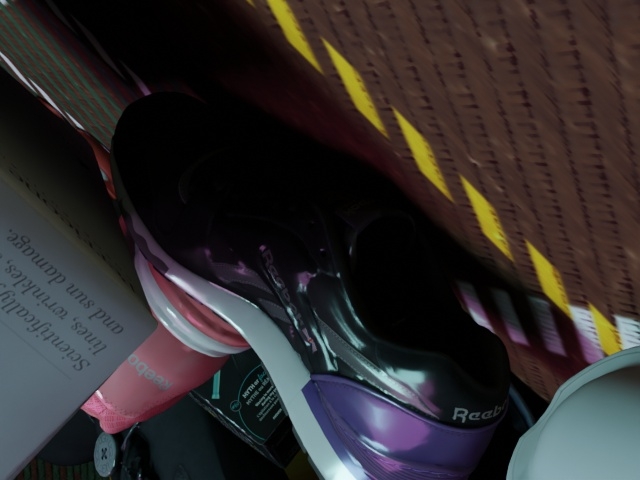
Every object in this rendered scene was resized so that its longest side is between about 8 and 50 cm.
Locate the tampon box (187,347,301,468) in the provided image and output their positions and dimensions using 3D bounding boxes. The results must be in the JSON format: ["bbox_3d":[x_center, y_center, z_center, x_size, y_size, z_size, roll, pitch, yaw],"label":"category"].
[{"bbox_3d":[-0.060,0.076,1.202,0.161,0.120,0.101,37,170,18],"label":"tampon box"}]

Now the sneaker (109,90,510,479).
[{"bbox_3d":[0.000,0.000,0.800,0.283,0.107,0.124,49,140,23],"label":"sneaker"}]

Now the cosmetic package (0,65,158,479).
[{"bbox_3d":[-0.229,-0.028,0.817,0.217,0.156,0.385,44,-179,-22],"label":"cosmetic package"}]

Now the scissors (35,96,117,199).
[{"bbox_3d":[-0.182,-0.040,1.466,0.109,0.021,0.297,31,168,32],"label":"scissors"}]

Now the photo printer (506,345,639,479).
[{"bbox_3d":[0.211,0.151,0.554,0.256,0.107,0.307,43,170,-14],"label":"photo printer"}]

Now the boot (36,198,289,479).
[{"bbox_3d":[-0.140,0.243,1.377,0.445,0.146,0.367,59,148,30],"label":"boot"}]

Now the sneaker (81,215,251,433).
[{"bbox_3d":[-0.111,0.027,1.001,0.116,0.136,0.314,42,-172,-11],"label":"sneaker"}]

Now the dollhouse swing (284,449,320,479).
[{"bbox_3d":[-0.003,0.349,1.642,0.347,0.315,0.305,20,122,63],"label":"dollhouse swing"}]

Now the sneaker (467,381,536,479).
[{"bbox_3d":[0.104,0.168,0.963,0.350,0.131,0.148,46,173,-30],"label":"sneaker"}]
